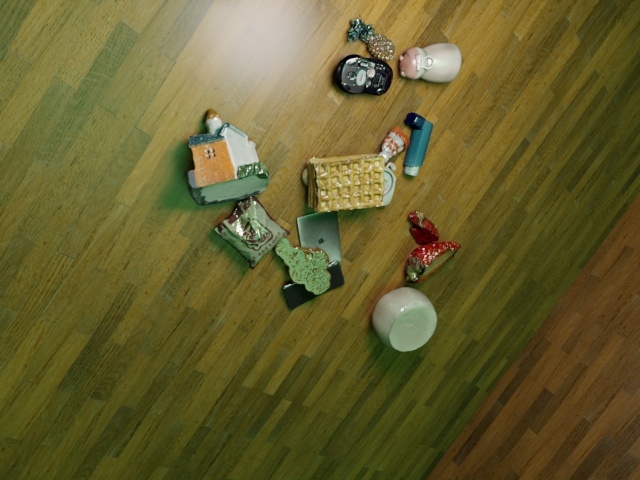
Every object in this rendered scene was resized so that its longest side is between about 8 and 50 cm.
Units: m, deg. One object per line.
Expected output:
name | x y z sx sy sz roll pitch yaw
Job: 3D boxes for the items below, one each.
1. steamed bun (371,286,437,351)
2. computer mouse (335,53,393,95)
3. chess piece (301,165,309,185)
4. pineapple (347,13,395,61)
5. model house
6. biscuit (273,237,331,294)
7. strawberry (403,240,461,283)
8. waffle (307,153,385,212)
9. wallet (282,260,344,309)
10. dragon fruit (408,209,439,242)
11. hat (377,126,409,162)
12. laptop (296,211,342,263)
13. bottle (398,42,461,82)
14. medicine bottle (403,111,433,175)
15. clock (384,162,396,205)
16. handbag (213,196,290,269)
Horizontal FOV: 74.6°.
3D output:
steamed bun | 0.399 0.377 2.058 0.323 0.206 0.325 -9 115 -19
computer mouse | 0.159 -0.624 1.588 0.233 0.096 0.137 4 128 -23
chess piece | -0.036 -0.259 1.687 0.083 0.038 0.084 -9 112 -22
pineapple | 0.196 -0.739 1.573 0.221 0.083 0.103 23 103 -31
model house | -0.342 -0.304 1.474 0.271 0.190 0.301 -14 83 -8
biscuit | -0.071 0.096 1.786 0.319 0.047 0.184 34 88 -22
strawberry | 0.534 0.082 2.055 0.306 0.138 0.234 -28 153 -28
waffle | 0.103 -0.231 1.676 0.307 0.091 0.213 -9 111 -19
wallet | -0.028 0.198 1.879 0.285 0.030 0.146 -25 124 -15
dragon fruit | 0.478 -0.076 2.006 0.192 0.122 0.093 40 51 -29
hat | 0.291 -0.383 1.747 0.162 0.093 0.112 -42 124 -14
laptop | 0.000 0.000 1.824 0.187 0.015 0.269 -17 117 -19
bottle | 0.419 -0.700 1.663 0.236 0.147 0.148 -8 114 -17
medicine bottle | 0.408 -0.412 1.811 0.124 0.079 0.259 -2 112 -30
clock | 0.251 -0.250 1.813 0.151 0.062 0.191 8 107 -26
handbag | -0.261 -0.030 1.622 0.213 0.127 0.235 -43 120 -2
